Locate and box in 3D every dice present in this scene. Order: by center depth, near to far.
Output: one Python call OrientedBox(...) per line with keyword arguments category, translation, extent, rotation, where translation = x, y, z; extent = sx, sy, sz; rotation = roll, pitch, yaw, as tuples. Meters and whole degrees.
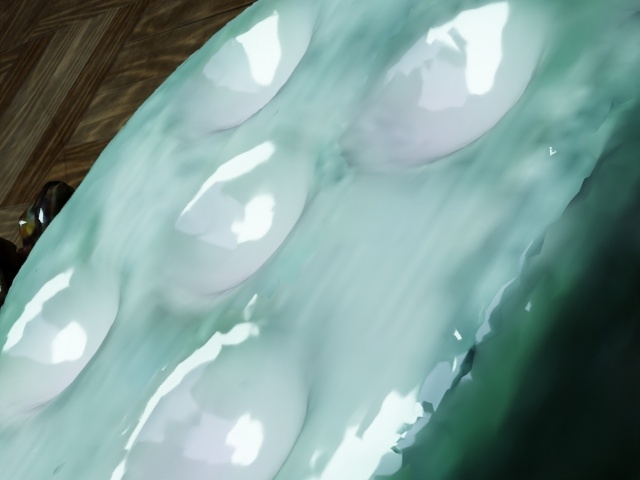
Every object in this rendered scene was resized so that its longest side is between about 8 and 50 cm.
OrientedBox(category="dice", translation=(0.066, 0.094, 0.546), extent=(0.330, 0.328, 0.348), rotation=(13, 66, 55))

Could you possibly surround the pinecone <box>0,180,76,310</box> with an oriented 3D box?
OrientedBox(category="pinecone", translation=(-0.110, 0.083, 0.804), extent=(0.296, 0.298, 0.242), rotation=(-21, 34, 36))
